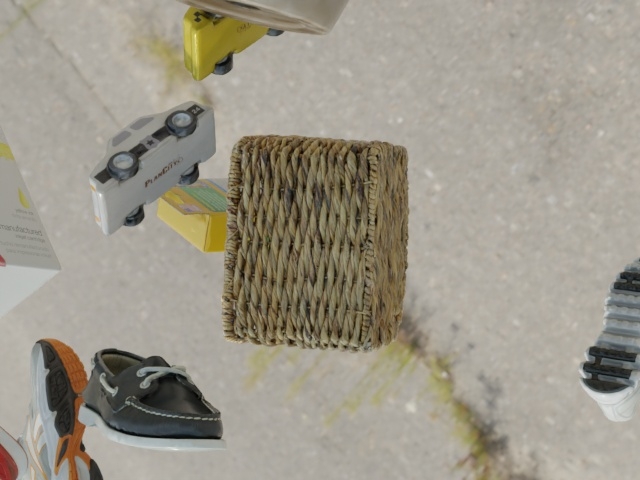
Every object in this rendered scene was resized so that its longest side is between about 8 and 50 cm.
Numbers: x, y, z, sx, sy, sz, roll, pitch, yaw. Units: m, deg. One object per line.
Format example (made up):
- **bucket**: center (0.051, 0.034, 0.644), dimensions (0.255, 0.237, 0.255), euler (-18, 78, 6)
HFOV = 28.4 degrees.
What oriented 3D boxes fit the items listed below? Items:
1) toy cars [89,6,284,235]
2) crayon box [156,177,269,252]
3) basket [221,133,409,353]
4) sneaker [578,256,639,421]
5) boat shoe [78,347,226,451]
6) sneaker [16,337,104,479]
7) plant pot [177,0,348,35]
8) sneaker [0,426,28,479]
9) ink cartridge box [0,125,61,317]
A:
- **toy cars**: center (-0.160, -0.186, 1.484), dimensions (0.087, 0.393, 0.176), euler (34, -173, 23)
- **crayon box**: center (-0.170, -0.052, 2.429), dimensions (0.203, 0.323, 0.083), euler (34, 120, 50)
- **basket**: center (0.000, 0.000, 1.804), dimensions (0.223, 0.213, 0.299), euler (3, 94, 18)
- **sneaker**: center (0.478, 0.140, 1.899), dimensions (0.110, 0.292, 0.118), euler (13, 147, 37)
- **boat shoe**: center (-0.186, 0.168, 1.357), dimensions (0.302, 0.114, 0.091), euler (2, 83, 57)
- **sneaker**: center (-0.383, 0.268, 1.742), dimensions (0.121, 0.099, 0.262), euler (-9, 88, 25)
- **plant pot**: center (-0.050, -0.367, 1.273), dimensions (0.323, 0.323, 0.280), euler (17, 93, 37)
- **sneaker**: center (-0.469, 0.242, 1.548), dimensions (0.221, 0.128, 0.087), euler (38, 115, -3)
- **ink cartridge box**: center (-0.608, -0.085, 1.960), dimensions (0.160, 0.279, 0.384), euler (-36, 68, 22)
